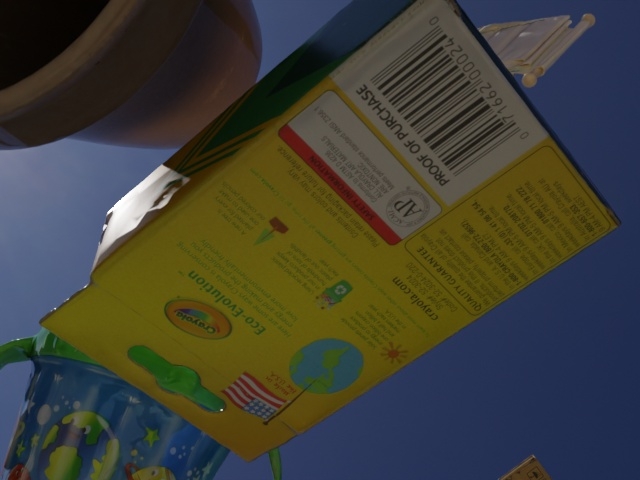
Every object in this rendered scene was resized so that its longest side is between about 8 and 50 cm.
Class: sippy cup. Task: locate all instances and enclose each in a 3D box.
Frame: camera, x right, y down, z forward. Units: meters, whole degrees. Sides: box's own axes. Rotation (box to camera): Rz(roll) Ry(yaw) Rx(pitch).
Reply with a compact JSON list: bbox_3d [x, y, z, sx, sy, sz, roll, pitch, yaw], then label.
[{"bbox_3d":[-0.212,0.229,0.784,0.306,0.240,0.224,0,-119,35],"label":"sippy cup"}]

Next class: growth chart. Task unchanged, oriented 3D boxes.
[{"bbox_3d":[0.205,-0.224,0.948,0.237,0.172,0.021,15,-41,56],"label":"growth chart"}]

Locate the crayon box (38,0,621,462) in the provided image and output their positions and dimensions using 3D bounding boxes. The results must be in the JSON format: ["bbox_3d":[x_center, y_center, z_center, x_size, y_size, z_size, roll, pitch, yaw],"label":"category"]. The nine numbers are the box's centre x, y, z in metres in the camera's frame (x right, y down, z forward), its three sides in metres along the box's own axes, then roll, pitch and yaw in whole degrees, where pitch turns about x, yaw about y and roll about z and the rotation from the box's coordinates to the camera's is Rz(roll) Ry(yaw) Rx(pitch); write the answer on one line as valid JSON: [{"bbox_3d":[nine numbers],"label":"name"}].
[{"bbox_3d":[0.000,0.000,0.519,0.319,0.081,0.202,-36,-60,18],"label":"crayon box"}]

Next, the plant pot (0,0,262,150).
[{"bbox_3d":[-0.149,-0.166,0.537,0.263,0.229,0.262,-5,-102,21],"label":"plant pot"}]

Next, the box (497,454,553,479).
[{"bbox_3d":[0.260,0.398,0.986,0.164,0.021,0.201,-35,-88,-2],"label":"box"}]
